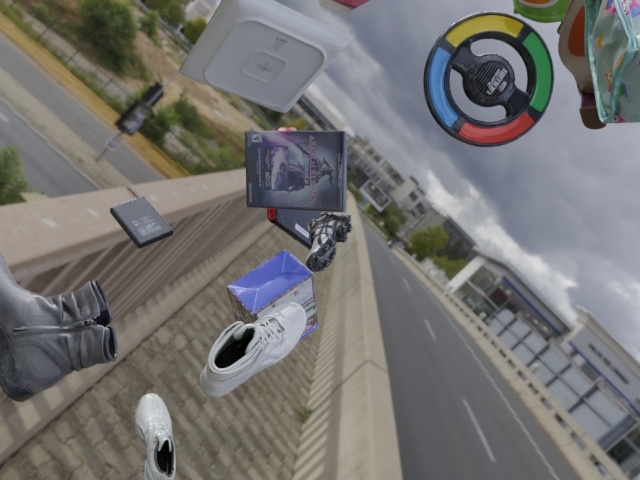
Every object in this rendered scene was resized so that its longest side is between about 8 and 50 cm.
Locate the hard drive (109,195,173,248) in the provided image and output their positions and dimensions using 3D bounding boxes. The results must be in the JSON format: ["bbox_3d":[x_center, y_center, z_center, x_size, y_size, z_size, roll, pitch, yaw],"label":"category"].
[{"bbox_3d":[-0.437,-0.047,1.448,0.135,0.094,0.022,46,-38,22],"label":"hard drive"}]

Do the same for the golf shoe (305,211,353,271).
[{"bbox_3d":[0.000,0.000,1.432,0.094,0.198,0.077,18,-47,20],"label":"golf shoe"}]

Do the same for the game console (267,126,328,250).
[{"bbox_3d":[-0.065,-0.163,1.998,0.060,0.341,0.386,0,-18,25],"label":"game console"}]

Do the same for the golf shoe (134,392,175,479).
[{"bbox_3d":[-0.283,0.350,1.055,0.069,0.086,0.176,3,56,-36],"label":"golf shoe"}]

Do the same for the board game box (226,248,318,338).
[{"bbox_3d":[-0.144,0.213,1.879,0.141,0.232,0.291,42,-28,32],"label":"board game box"}]

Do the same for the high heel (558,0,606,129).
[{"bbox_3d":[0.611,-0.438,1.323,0.127,0.181,0.377,8,-31,27],"label":"high heel"}]

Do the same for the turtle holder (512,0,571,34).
[{"bbox_3d":[0.634,-0.708,1.495,0.227,0.320,0.243,55,14,-52],"label":"turtle holder"}]

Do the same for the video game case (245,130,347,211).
[{"bbox_3d":[-0.065,-0.174,1.479,0.274,0.196,0.026,5,11,25],"label":"video game case"}]

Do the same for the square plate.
[{"bbox_3d":[-0.152,-0.477,1.574,0.347,0.344,0.049,14,59,-31],"label":"square plate"}]

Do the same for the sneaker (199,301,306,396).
[{"bbox_3d":[-0.124,0.211,1.271,0.108,0.292,0.169,44,-32,12],"label":"sneaker"}]

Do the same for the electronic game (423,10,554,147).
[{"bbox_3d":[0.291,-0.276,1.024,0.229,0.229,0.048,45,2,-8],"label":"electronic game"}]

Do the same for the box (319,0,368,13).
[{"bbox_3d":[0.110,-0.818,1.812,0.127,0.232,0.148,-3,85,-45],"label":"box"}]

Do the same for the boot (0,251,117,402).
[{"bbox_3d":[-0.540,0.128,1.178,0.338,0.223,0.118,62,-7,16],"label":"boot"}]

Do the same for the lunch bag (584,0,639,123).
[{"bbox_3d":[0.493,-0.292,0.818,0.160,0.224,0.262,75,18,-50],"label":"lunch bag"}]
